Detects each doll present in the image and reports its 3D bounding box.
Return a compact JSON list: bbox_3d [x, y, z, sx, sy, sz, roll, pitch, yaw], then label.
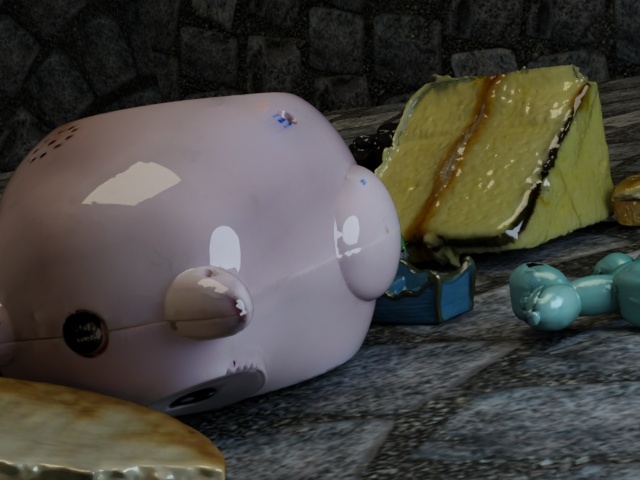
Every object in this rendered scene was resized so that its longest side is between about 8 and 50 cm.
[{"bbox_3d":[0.235,0.042,1.365,0.158,0.059,0.159,-3,13,33],"label":"doll"}]

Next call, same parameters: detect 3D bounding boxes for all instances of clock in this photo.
[{"bbox_3d":[-0.127,0.008,1.384,0.368,0.250,0.377,-8,9,18],"label":"clock"}]

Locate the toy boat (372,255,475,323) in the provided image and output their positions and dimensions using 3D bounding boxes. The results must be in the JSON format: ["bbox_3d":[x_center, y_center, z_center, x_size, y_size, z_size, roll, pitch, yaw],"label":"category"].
[{"bbox_3d":[0.064,0.034,1.555,0.075,0.077,0.185,-19,12,-39],"label":"toy boat"}]

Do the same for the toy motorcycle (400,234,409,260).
[{"bbox_3d":[0.024,0.019,1.734,0.190,0.074,0.106,-5,1,37],"label":"toy motorcycle"}]

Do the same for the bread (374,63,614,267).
[{"bbox_3d":[0.163,-0.075,1.809,0.263,0.198,0.236,-4,18,45],"label":"bread"}]

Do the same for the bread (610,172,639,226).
[{"bbox_3d":[0.370,-0.051,1.805,0.074,0.053,0.132,-5,9,31],"label":"bread"}]

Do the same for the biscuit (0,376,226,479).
[{"bbox_3d":[-0.227,0.134,1.130,0.309,0.040,0.204,8,8,-13],"label":"biscuit"}]

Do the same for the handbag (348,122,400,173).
[{"bbox_3d":[0.190,-0.118,2.091,0.285,0.113,0.257,-8,-7,14],"label":"handbag"}]
